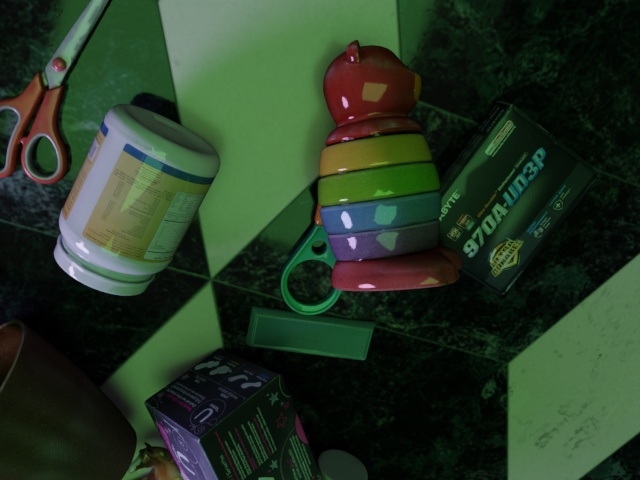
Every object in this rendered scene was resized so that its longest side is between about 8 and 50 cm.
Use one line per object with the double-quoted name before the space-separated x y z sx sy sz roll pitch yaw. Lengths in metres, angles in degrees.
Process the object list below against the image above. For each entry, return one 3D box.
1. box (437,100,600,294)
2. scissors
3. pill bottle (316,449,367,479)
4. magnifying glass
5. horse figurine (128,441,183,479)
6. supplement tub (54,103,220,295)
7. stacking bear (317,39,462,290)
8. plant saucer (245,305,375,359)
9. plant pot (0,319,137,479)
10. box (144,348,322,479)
"box" 0.255 -0.056 0.809 0.175 0.051 0.220 32 103 -16
"scissors" -0.336 -0.204 0.697 0.108 0.021 0.297 21 107 -12
"pill bottle" 0.006 0.440 0.922 0.111 0.112 0.187 15 107 -12
"magnifying glass" 0.000 0.000 0.812 0.092 0.026 0.231 9 107 -10
"horse figurine" -0.215 0.426 0.915 0.263 0.066 0.174 39 106 -16
"supplement tub" -0.227 -0.048 0.701 0.144 0.144 0.200 27 104 -15
"stacking bear" 0.073 -0.093 0.705 0.164 0.175 0.289 -7 93 16
"plant saucer" -0.014 0.144 0.865 0.191 0.018 0.067 9 108 -9
"plant pot" -0.374 0.258 0.776 0.215 0.215 0.230 -42 123 8
"box" -0.116 0.307 0.811 0.142 0.163 0.248 -32 115 -35
